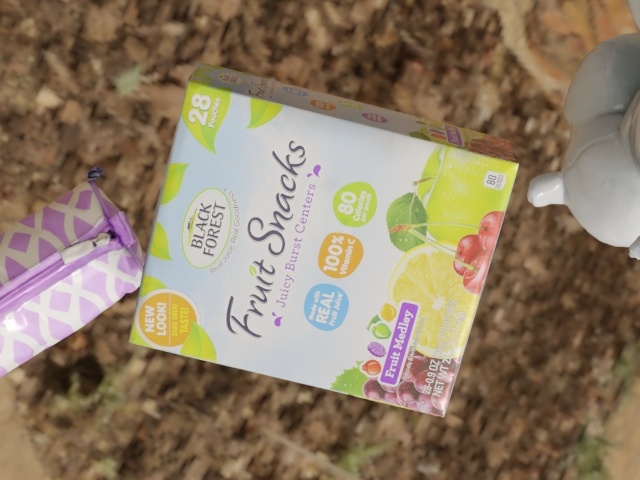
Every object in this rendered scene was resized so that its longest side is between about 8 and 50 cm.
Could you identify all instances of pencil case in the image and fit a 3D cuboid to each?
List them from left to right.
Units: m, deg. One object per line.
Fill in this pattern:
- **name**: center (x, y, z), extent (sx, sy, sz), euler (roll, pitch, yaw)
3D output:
- **pencil case**: center (-0.209, 0.042, 1.017), extent (0.206, 0.086, 0.088), euler (-34, -167, -5)

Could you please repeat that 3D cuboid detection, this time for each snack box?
- **snack box**: center (0.000, 0.000, 0.957), extent (0.070, 0.207, 0.174), euler (-83, -173, -73)

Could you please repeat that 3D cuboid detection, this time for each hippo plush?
- **hippo plush**: center (0.301, -0.077, 1.170), extent (0.236, 0.234, 0.294), euler (128, -31, -68)
